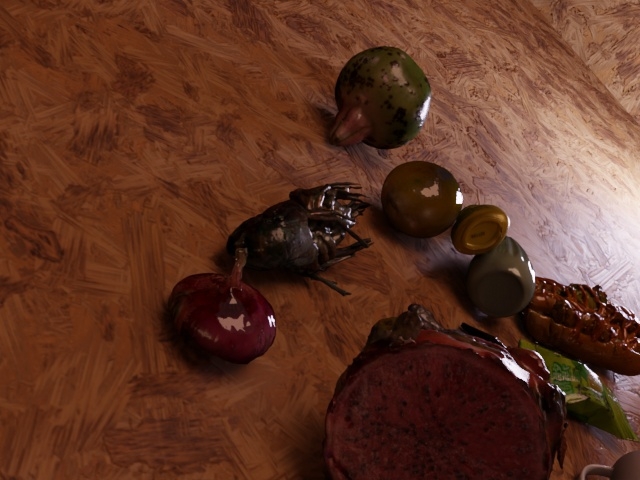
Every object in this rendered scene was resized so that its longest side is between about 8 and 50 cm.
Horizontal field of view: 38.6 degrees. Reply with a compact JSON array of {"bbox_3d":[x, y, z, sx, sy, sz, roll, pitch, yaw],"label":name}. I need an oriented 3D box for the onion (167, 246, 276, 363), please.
[{"bbox_3d":[-0.113,0.074,1.173,0.150,0.140,0.150,26,18,-9],"label":"onion"}]

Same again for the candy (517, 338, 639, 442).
[{"bbox_3d":[0.467,0.272,1.660,0.246,0.069,0.149,28,35,-21],"label":"candy"}]

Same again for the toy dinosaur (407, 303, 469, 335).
[{"bbox_3d":[0.224,0.184,1.437,0.162,0.077,0.294,30,1,-20],"label":"toy dinosaur"}]

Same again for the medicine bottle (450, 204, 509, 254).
[{"bbox_3d":[0.302,-0.032,1.775,0.076,0.111,0.309,62,9,-4],"label":"medicine bottle"}]

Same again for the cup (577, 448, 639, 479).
[{"bbox_3d":[0.515,0.417,1.462,0.173,0.134,0.142,41,32,-3],"label":"cup"}]

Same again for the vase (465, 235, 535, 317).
[{"bbox_3d":[0.346,0.055,1.757,0.128,0.128,0.248,39,22,-4],"label":"vase"}]

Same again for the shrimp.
[{"bbox_3d":[-0.002,0.000,1.429,0.372,0.137,0.172,-14,97,-47],"label":"shrimp"}]

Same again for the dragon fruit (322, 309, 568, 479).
[{"bbox_3d":[0.158,0.249,1.171,0.296,0.314,0.263,22,10,13],"label":"dragon fruit"}]

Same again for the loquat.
[{"bbox_3d":[0.186,-0.077,1.720,0.152,0.152,0.195,50,39,15],"label":"loquat"}]

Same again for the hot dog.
[{"bbox_3d":[0.537,0.162,1.834,0.348,0.117,0.158,23,34,-28],"label":"hot dog"}]

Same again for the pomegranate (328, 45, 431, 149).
[{"bbox_3d":[0.105,-0.265,1.842,0.214,0.214,0.248,43,65,3],"label":"pomegranate"}]

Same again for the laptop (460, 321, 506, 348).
[{"bbox_3d":[0.309,0.192,1.535,0.135,0.016,0.197,40,-1,-6],"label":"laptop"}]
